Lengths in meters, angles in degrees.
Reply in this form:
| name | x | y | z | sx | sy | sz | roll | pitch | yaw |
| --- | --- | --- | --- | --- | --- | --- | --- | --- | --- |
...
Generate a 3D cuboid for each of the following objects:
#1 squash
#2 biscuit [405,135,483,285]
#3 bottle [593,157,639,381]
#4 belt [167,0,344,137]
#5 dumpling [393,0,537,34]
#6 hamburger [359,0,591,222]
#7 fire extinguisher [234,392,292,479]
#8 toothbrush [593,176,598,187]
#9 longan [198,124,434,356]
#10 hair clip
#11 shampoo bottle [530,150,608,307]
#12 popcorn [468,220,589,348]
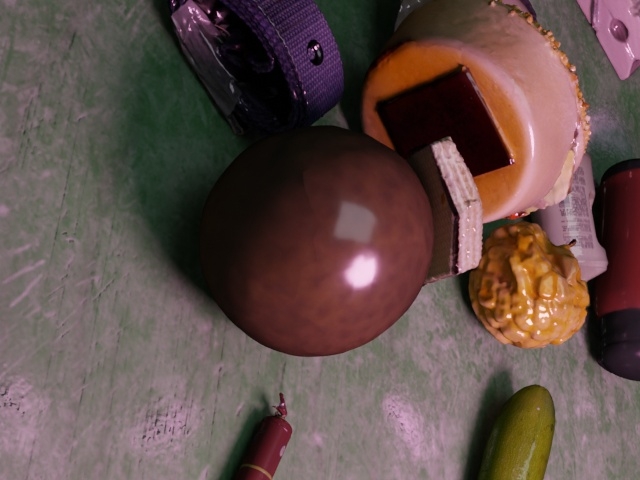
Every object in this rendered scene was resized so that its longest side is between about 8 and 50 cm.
| name | x | y | z | sx | sy | sz | roll | pitch | yaw |
| --- | --- | --- | --- | --- | --- | --- | --- | --- | --- |
| squash | 0.236 | 0.312 | 1.323 | 0.082 | 0.082 | 0.292 | 37 | 55 | -26 |
| biscuit | 0.125 | -0.027 | 1.238 | 0.052 | 0.252 | 0.150 | -22 | 86 | -17 |
| bottle | 0.487 | 0.049 | 1.602 | 0.144 | 0.144 | 0.336 | 28 | 60 | -31 |
| belt | -0.069 | -0.234 | 1.222 | 0.230 | 0.140 | 0.126 | 54 | 43 | -10 |
| dumpling | 0.216 | -0.273 | 1.468 | 0.293 | 0.163 | 0.204 | 43 | 46 | -36 |
| hamburger | 0.189 | -0.161 | 1.318 | 0.170 | 0.302 | 0.302 | -36 | 99 | -41 |
| fire extinguisher | -0.059 | 0.231 | 1.123 | 0.056 | 0.039 | 0.132 | 71 | 35 | -45 |
| toothbrush | 0.407 | -0.133 | 1.680 | 0.131 | 0.013 | 0.011 | 49 | 54 | -20 |
| longan | 0.000 | 0.000 | 1.121 | 0.258 | 0.258 | 0.258 | 16 | 65 | -37 |
| hair clip | 0.489 | -0.440 | 1.805 | 0.330 | 0.101 | 0.085 | 57 | 43 | -12 |
| shampoo bottle | 0.362 | -0.014 | 1.546 | 0.118 | 0.087 | 0.234 | 6 | 71 | -38 |
| popcorn | 0.282 | 0.059 | 1.414 | 0.180 | 0.170 | 0.180 | -26 | 90 | -88 |
